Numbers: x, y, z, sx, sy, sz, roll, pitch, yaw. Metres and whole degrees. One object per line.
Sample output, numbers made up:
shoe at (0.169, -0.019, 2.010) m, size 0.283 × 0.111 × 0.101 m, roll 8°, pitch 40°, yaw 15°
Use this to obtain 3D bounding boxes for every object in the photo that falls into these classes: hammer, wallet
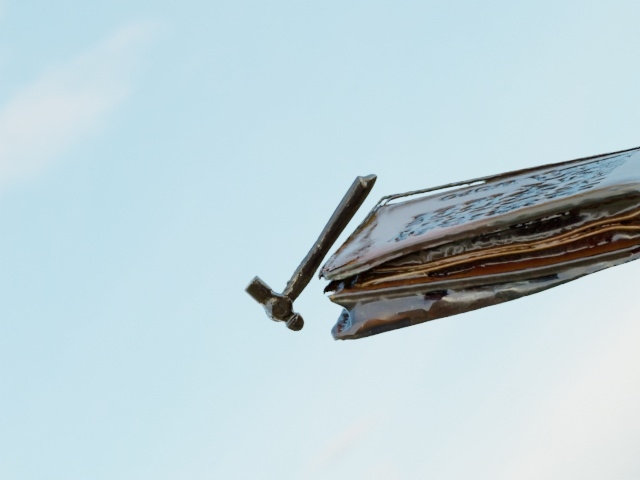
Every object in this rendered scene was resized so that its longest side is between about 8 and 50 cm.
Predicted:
hammer at (0.000, 0.000, 1.589) m, size 0.178 × 0.065 × 0.021 m, roll -55°, pitch 7°, yaw -21°
wallet at (0.103, -0.011, 0.899) m, size 0.195 × 0.042 × 0.161 m, roll -15°, pitch 13°, yaw 18°
